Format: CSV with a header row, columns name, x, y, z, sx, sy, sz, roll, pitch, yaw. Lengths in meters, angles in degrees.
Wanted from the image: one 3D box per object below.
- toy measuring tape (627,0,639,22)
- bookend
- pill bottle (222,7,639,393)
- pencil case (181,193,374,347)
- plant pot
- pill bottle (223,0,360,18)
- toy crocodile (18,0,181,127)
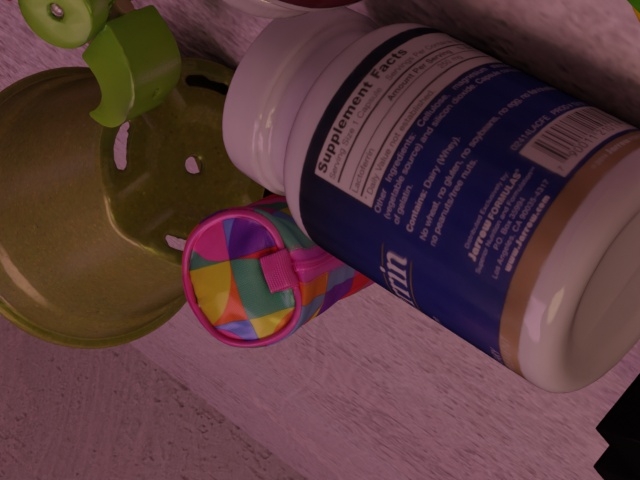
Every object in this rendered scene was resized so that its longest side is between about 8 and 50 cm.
name,x,y,z,sx,sy,sz,roll,pitch,yaw
toy measuring tape,0.195,-0.096,0.516,0.121,0.121,0.330,30,-176,36
bookend,0.265,0.159,1.037,0.156,0.072,0.157,48,165,-18
pill bottle,0.075,-0.038,0.808,0.264,0.153,0.153,33,163,32
pencil case,0.000,0.000,0.967,0.104,0.236,0.105,9,109,27
plant pot,-0.161,-0.048,1.223,0.276,0.276,0.254,46,152,-18
pill bottle,0.007,-0.177,0.644,0.121,0.121,0.221,44,165,-10
toy crocodile,-0.231,-0.233,1.023,0.340,0.115,0.105,45,132,-10
